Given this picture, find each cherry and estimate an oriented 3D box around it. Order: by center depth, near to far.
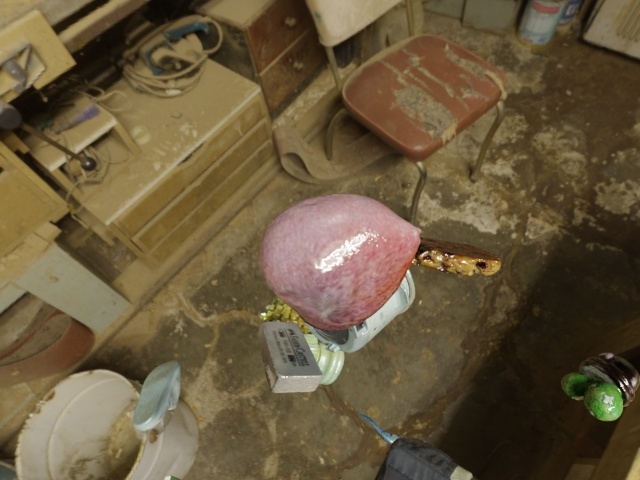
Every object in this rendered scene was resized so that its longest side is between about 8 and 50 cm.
[{"bbox_3d":[0.028,0.023,0.688,0.239,0.239,0.206,-29,30,-10],"label":"cherry"}]

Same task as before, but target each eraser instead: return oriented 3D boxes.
[{"bbox_3d":[-0.090,0.293,1.095,0.112,0.352,0.077,3,101,-15],"label":"eraser"}]

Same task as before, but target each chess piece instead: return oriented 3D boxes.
[{"bbox_3d":[-0.076,0.405,1.525,0.298,0.176,0.175,25,61,-21],"label":"chess piece"}]

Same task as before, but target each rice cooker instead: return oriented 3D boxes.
[{"bbox_3d":[0.095,0.130,1.119,0.317,0.264,0.316,-19,17,6],"label":"rice cooker"}]

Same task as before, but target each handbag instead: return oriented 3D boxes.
[{"bbox_3d":[0.172,0.494,0.730,0.181,0.181,0.254,22,78,31],"label":"handbag"}]

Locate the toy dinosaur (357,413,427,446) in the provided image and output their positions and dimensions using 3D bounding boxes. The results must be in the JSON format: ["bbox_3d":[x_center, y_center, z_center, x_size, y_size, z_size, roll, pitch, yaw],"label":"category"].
[{"bbox_3d":[0.245,0.528,1.036,0.329,0.144,0.076,28,85,-1],"label":"toy dinosaur"}]

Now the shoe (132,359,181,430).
[{"bbox_3d":[-0.379,0.376,1.001,0.079,0.078,0.195,-16,24,7],"label":"shoe"}]

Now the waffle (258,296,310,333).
[{"bbox_3d":[-0.109,0.287,1.610,0.204,0.223,0.054,-29,28,7],"label":"waffle"}]

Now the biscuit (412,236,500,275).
[{"bbox_3d":[0.412,0.053,1.378,0.334,0.289,0.081,11,102,11],"label":"biscuit"}]

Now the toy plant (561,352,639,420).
[{"bbox_3d":[0.968,0.504,1.451,0.235,0.218,0.175,-28,101,-12],"label":"toy plant"}]

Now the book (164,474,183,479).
[{"bbox_3d":[-0.363,0.782,1.093,0.027,0.202,0.264,-19,41,15],"label":"book"}]
